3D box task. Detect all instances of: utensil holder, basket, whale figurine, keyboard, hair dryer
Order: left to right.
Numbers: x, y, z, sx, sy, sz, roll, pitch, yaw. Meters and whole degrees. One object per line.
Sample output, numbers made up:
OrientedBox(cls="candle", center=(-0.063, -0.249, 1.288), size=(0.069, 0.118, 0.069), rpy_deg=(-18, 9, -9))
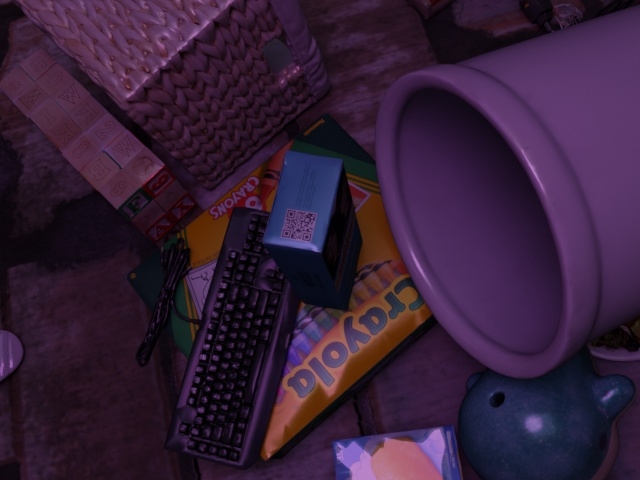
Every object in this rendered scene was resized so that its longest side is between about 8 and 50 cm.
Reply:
OrientedBox(cls="basket", center=(-0.204, -0.294, 0.969), size=(0.331, 0.328, 0.266), rpy_deg=(42, 86, 19))
OrientedBox(cls="keyboard", center=(-0.136, 0.106, 0.860), size=(0.202, 0.033, 0.317), rpy_deg=(10, 74, 13))
OrientedBox(cls="whale figurine", center=(0.254, 0.165, 0.806), size=(0.216, 0.141, 0.271), rpy_deg=(-9, 54, 48))
OrientedBox(cls="utensil holder", center=(0.304, -0.078, 0.747), size=(0.386, 0.327, 0.327), rpy_deg=(-22, 68, -18))
OrientedBox(cls="hair dryer", center=(0.447, -0.302, 0.994), size=(0.224, 0.080, 0.293), rpy_deg=(-20, 69, 1))

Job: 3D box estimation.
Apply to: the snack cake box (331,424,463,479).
OrientedBox(cls="snack cake box", center=(0.105, 0.365, 0.811), size=(0.152, 0.089, 0.264), rpy_deg=(-9, 70, 5))

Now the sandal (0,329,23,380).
OrientedBox(cls="sandal", center=(-0.556, 0.221, 0.982), size=(0.265, 0.076, 0.102), rpy_deg=(-26, 83, -23))

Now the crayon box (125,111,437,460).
OrientedBox(cls="crayon box", center=(-0.023, 0.056, 0.929), size=(0.363, 0.106, 0.313), rpy_deg=(-40, 70, -6))

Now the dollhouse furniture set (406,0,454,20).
OrientedBox(cls="dollhouse furniture set", center=(0.230, -0.434, 1.047), size=(0.184, 0.129, 0.129), rpy_deg=(-36, 70, -6))

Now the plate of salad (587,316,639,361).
OrientedBox(cls="plate of salad", center=(0.388, 0.057, 0.895), size=(0.200, 0.048, 0.199), rpy_deg=(-3, 70, 7))

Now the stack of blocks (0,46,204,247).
OrientedBox(cls="stack of blocks", center=(-0.319, -0.132, 1.008), size=(0.087, 0.171, 0.297), rpy_deg=(-45, 70, -8))

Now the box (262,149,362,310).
OrientedBox(cls="box", center=(0.000, 0.000, 0.759), size=(0.060, 0.244, 0.100), rpy_deg=(10, 73, 11))
